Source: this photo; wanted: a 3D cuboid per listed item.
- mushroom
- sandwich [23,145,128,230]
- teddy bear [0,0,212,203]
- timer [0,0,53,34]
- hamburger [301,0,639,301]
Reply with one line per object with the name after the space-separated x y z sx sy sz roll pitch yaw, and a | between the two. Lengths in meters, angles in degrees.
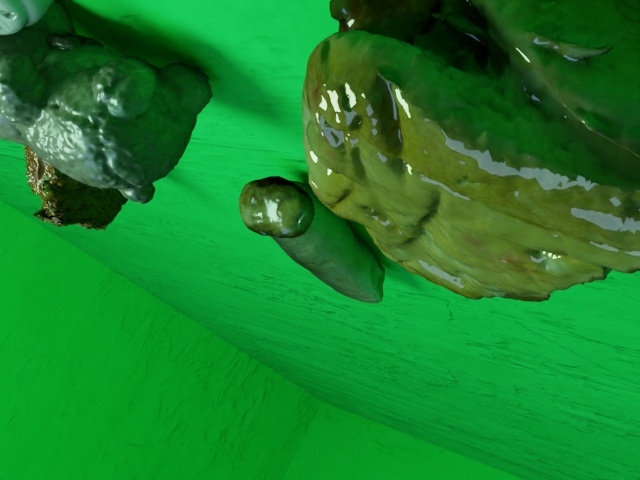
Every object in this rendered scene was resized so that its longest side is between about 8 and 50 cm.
0.000 0.000 1.341 0.100 0.081 0.312 25 172 29 | mushroom
-0.323 -0.098 1.480 0.079 0.159 0.235 16 -176 25 | sandwich
-0.248 -0.148 1.097 0.267 0.151 0.236 33 -162 26 | teddy bear
-0.371 -0.282 0.971 0.262 0.087 0.237 20 164 29 | timer
0.092 -0.081 0.634 0.209 0.162 0.330 33 169 -10 | hamburger
